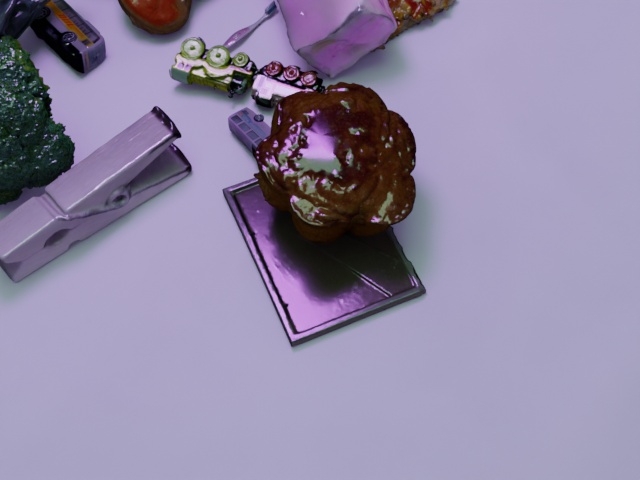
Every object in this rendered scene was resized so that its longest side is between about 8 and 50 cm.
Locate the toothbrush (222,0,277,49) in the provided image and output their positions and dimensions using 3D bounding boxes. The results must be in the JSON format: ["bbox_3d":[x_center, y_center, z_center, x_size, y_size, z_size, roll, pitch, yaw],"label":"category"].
[{"bbox_3d":[-0.144,-0.335,1.887,0.017,0.022,0.204,36,70,25],"label":"toothbrush"}]

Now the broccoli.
[{"bbox_3d":[-0.509,-0.183,1.717,0.269,0.254,0.269,-12,23,5],"label":"broccoli"}]

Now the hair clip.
[{"bbox_3d":[-0.350,-0.067,1.694,0.331,0.101,0.085,-35,67,-14],"label":"hair clip"}]

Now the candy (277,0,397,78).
[{"bbox_3d":[0.010,-0.414,1.835,0.156,0.116,0.265,-32,56,22],"label":"candy"}]

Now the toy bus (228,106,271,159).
[{"bbox_3d":[-0.094,-0.158,1.754,0.052,0.037,0.130,-28,53,-21],"label":"toy bus"}]

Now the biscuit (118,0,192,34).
[{"bbox_3d":[-0.229,-0.584,1.913,0.394,0.076,0.368,-34,94,-16],"label":"biscuit"}]

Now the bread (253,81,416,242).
[{"bbox_3d":[0.016,-0.116,1.637,0.232,0.135,0.246,-1,65,-13],"label":"bread"}]

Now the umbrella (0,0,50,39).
[{"bbox_3d":[-0.538,-0.341,1.824,0.349,0.094,0.143,-45,42,-3],"label":"umbrella"}]

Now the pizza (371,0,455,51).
[{"bbox_3d":[0.135,-0.407,1.889,0.199,0.062,0.188,-10,61,-4],"label":"pizza"}]

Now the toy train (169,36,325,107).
[{"bbox_3d":[-0.116,-0.264,1.818,0.250,0.053,0.085,16,73,6],"label":"toy train"}]

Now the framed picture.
[{"bbox_3d":[0.000,0.000,1.675,0.213,0.016,0.289,-21,60,-10],"label":"framed picture"}]

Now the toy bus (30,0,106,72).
[{"bbox_3d":[-0.431,-0.355,1.894,0.072,0.057,0.172,-34,62,-26],"label":"toy bus"}]
